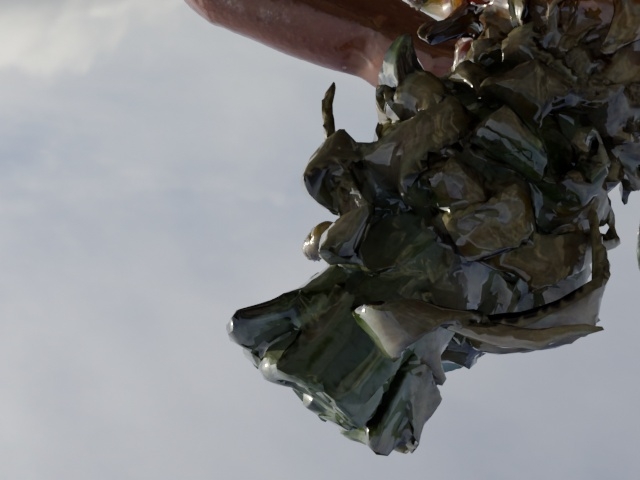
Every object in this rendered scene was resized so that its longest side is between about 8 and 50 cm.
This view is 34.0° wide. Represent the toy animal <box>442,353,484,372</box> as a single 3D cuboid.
[{"bbox_3d":[0.156,0.125,1.603,0.166,0.138,0.179,-2,-135,-21],"label":"toy animal"}]

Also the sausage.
[{"bbox_3d":[0.009,-0.235,1.105,0.348,0.097,0.094,22,-119,4],"label":"sausage"}]

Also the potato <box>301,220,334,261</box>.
[{"bbox_3d":[0.000,0.000,1.506,0.040,0.083,0.051,40,-124,7],"label":"potato"}]

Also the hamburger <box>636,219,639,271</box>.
[{"bbox_3d":[0.371,-0.011,1.074,0.062,0.133,0.140,13,-134,43],"label":"hamburger"}]

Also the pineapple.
[{"bbox_3d":[0.083,-0.027,0.446,0.262,0.262,0.271,30,-106,40],"label":"pineapple"}]
